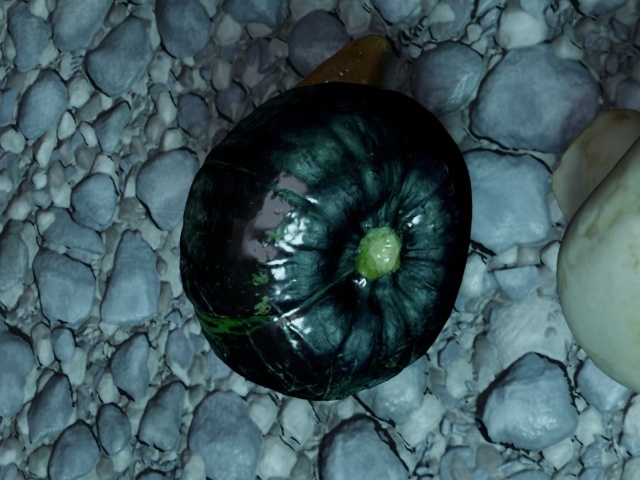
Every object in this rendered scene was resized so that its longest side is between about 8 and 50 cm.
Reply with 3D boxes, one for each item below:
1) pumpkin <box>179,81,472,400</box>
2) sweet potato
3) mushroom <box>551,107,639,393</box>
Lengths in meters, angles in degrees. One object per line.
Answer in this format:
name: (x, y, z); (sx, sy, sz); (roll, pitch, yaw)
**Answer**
pumpkin: (0.000, 0.000, 1.106); (0.238, 0.315, 0.315); (16, 93, 50)
sweet potato: (-0.009, -0.123, 1.234); (0.097, 0.097, 0.251); (44, 101, 24)
mushroom: (0.318, -0.020, 0.950); (0.297, 0.297, 0.290); (-51, 42, 15)
